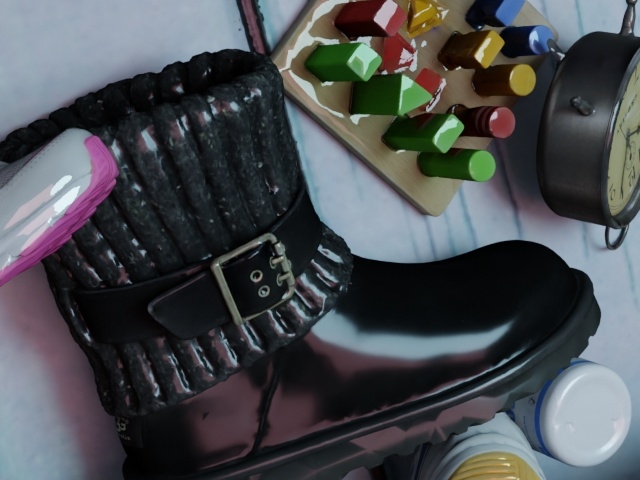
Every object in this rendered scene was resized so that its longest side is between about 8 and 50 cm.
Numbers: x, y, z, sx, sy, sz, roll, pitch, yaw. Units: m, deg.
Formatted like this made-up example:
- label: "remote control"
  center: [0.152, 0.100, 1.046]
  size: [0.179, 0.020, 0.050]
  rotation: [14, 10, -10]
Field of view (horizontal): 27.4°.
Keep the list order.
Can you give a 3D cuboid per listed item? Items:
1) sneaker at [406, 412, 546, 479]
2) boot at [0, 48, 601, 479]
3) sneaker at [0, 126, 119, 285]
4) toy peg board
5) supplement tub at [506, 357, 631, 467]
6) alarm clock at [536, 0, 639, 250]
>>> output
- label: "sneaker"
  center: [0.098, 0.239, 0.886]
  size: [0.112, 0.131, 0.296]
  rotation: [7, 118, -7]
- label: "boot"
  center: [0.001, 0.001, 0.797]
  size: [0.348, 0.131, 0.260]
  rotation: [-22, 105, -21]
- label: "sneaker"
  center: [-0.224, -0.009, 0.663]
  size: [0.252, 0.103, 0.111]
  rotation: [-22, 98, 12]
- label: "toy peg board"
  center: [0.078, -0.122, 0.849]
  size: [0.161, 0.079, 0.160]
  rotation: [39, 79, -24]
- label: "supplement tub"
  center: [0.154, 0.109, 0.896]
  size: [0.071, 0.107, 0.071]
  rotation: [-3, 97, -25]
- label: "alarm clock"
  center: [0.196, -0.063, 0.907]
  size: [0.129, 0.064, 0.192]
  rotation: [-57, 143, -32]
